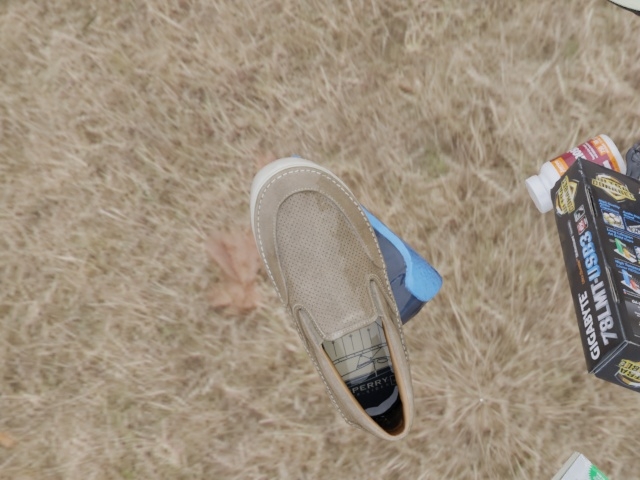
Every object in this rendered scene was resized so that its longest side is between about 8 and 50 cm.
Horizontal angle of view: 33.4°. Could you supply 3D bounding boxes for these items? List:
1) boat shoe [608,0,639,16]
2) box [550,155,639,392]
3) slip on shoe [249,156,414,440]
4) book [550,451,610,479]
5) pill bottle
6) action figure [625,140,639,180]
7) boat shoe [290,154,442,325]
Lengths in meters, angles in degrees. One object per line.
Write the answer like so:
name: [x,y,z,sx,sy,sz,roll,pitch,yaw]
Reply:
boat shoe: [0.279,-0.208,0.907,0.133,0.042,0.049,25,83,12]
box: [0.418,0.064,1.212,0.295,0.073,0.293,19,40,-18]
slip on shoe: [0.009,0.028,0.465,0.051,0.041,0.135,-20,111,-7]
book: [0.379,0.407,1.618,0.096,0.035,0.144,43,80,-6]
pill bottle: [0.424,-0.107,1.778,0.152,0.086,0.086,-28,79,3]
action figure: [0.564,-0.063,1.595,0.164,0.276,0.141,13,122,-24]
boat shoe: [0.000,0.000,0.866,0.109,0.258,0.089,40,93,-24]
